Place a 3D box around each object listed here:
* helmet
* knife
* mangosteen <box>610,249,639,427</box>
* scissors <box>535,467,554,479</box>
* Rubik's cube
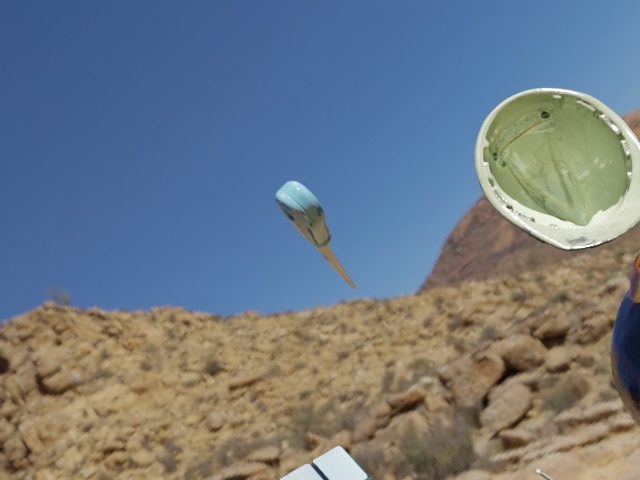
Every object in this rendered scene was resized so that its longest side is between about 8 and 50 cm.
[{"bbox_3d":[0.331,-0.072,1.240,0.204,0.257,0.137,-32,-32,2],"label":"helmet"},{"bbox_3d":[-0.002,-0.001,0.994,0.032,0.058,0.244,-50,-23,-8],"label":"knife"},{"bbox_3d":[0.486,0.113,1.040,0.297,0.297,0.313,-35,-26,-23],"label":"mangosteen"},{"bbox_3d":[0.312,0.304,1.007,0.015,0.189,0.100,-54,3,-7],"label":"scissors"},{"bbox_3d":[-0.003,0.462,1.454,0.180,0.167,0.183,-13,-40,-52],"label":"Rubik's cube"}]
